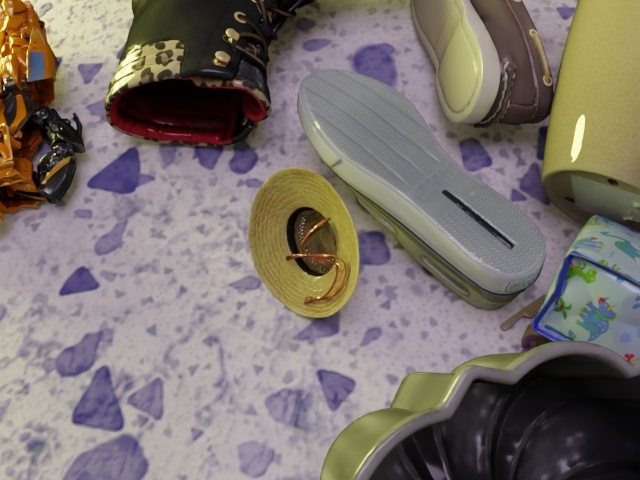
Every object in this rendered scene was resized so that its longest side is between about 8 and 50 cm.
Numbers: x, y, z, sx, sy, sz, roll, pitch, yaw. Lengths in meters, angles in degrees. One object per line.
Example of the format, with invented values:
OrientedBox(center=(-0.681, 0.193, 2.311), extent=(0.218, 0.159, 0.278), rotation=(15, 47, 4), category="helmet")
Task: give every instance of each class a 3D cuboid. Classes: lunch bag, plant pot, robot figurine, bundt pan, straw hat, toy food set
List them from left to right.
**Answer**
OrientedBox(center=(-0.379, -0.141, 0.688), extent=(0.211, 0.085, 0.291), rotation=(-16, 61, -4), category="robot figurine")
OrientedBox(center=(0.000, 0.000, 0.595), extent=(0.061, 0.144, 0.144), rotation=(-11, 52, -47), category="straw hat")
OrientedBox(center=(0.114, 0.219, 0.379), extent=(0.331, 0.124, 0.331), rotation=(0, 89, -19), category="bundt pan")
OrientedBox(center=(0.223, 0.105, 0.549), extent=(0.078, 0.019, 0.122), rotation=(-31, 64, -13), category="toy food set")
OrientedBox(center=(0.268, 0.057, 0.506), extent=(0.151, 0.096, 0.129), rotation=(26, 30, 21), category="lunch bag")
OrientedBox(center=(0.325, -0.143, 0.573), extent=(0.256, 0.256, 0.274), rotation=(29, 81, 18), category="plant pot")

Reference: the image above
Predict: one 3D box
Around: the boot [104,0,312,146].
OrientedBox(center=(-0.059, -0.255, 0.690), extent=(0.377, 0.138, 0.284), rotation=(-1, 61, 12), category="boot")

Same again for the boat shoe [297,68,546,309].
OrientedBox(center=(0.078, -0.049, 0.600), extent=(0.109, 0.094, 0.302), rotation=(-30, 64, -23), category="boat shoe")

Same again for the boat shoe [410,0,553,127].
OrientedBox(center=(0.176, -0.258, 0.703), extent=(0.097, 0.116, 0.324), rotation=(5, 54, -15), category="boat shoe")
